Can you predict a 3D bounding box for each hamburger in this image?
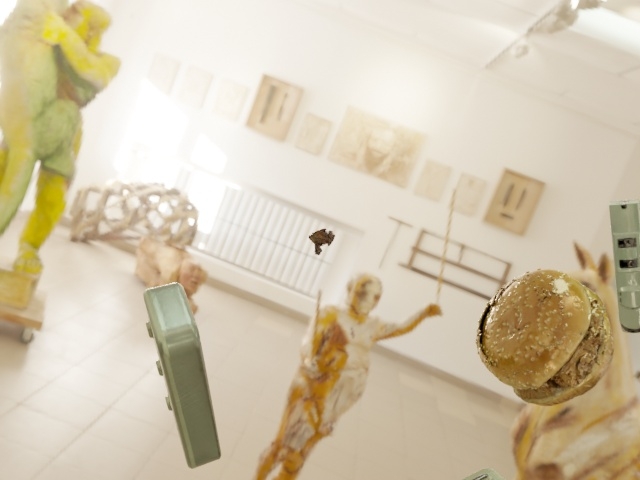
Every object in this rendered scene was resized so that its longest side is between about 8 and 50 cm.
[{"bbox_3d":[0.302,0.132,1.034,0.118,0.181,0.191,23,20,-27],"label":"hamburger"}]

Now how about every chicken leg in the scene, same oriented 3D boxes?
[{"bbox_3d":[-0.001,-0.002,1.225,0.036,0.021,0.083,37,-29,-5],"label":"chicken leg"}]

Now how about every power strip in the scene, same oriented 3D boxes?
[{"bbox_3d":[-0.200,0.170,1.069,0.059,0.264,0.193,-14,38,-14],"label":"power strip"}]

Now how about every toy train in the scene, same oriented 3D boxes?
[{"bbox_3d":[0.460,0.043,1.134,0.043,0.207,0.047,-4,12,24],"label":"toy train"}]

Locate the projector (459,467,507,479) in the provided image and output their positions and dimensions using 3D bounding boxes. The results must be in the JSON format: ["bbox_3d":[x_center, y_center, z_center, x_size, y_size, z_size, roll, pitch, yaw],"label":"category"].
[{"bbox_3d":[0.279,0.515,1.204,0.163,0.242,0.177,-18,22,-18],"label":"projector"}]
